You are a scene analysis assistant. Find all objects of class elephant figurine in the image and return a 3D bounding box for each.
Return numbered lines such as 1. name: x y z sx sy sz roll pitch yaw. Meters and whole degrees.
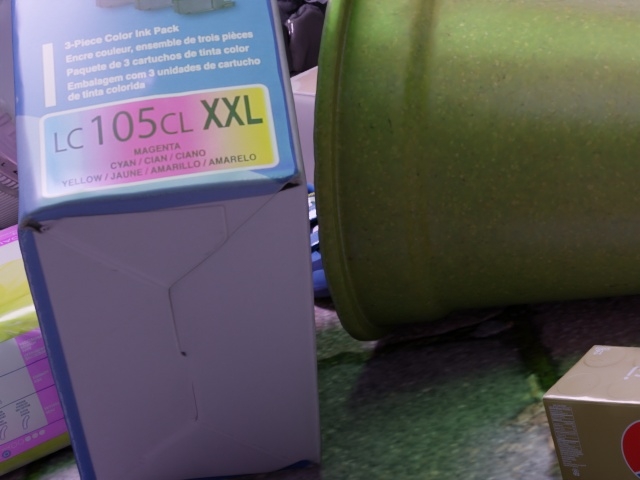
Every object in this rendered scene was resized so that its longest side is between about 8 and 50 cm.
1. elephant figurine: -0.066 -0.187 1.821 0.169 0.186 0.239 -41 34 41

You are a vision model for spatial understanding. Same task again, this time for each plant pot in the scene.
1. plant pot: 0.154 -0.067 1.186 0.254 0.276 0.276 2 24 16

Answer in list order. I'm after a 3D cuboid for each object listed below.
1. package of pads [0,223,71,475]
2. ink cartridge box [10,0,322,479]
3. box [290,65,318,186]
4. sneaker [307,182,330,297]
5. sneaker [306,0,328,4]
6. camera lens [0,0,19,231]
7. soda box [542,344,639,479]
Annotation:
1. package of pads: -0.201 0.063 1.293 0.296 0.101 0.229 -23 20 -19
2. ink cartridge box: -0.095 -0.088 1.121 0.151 0.270 0.395 -5 51 -2
3. box: 0.128 -0.113 1.488 0.311 0.121 0.148 -27 23 -30
4. sneaker: 0.000 0.000 1.373 0.053 0.059 0.144 -17 20 -10
5. sneaker: 0.046 -0.231 1.724 0.282 0.099 0.153 42 35 22
6. camera lens: -0.225 -0.130 1.503 0.219 0.219 0.274 -28 5 -30
7. soda box: 0.207 0.094 0.954 0.181 0.058 0.061 1 26 39
